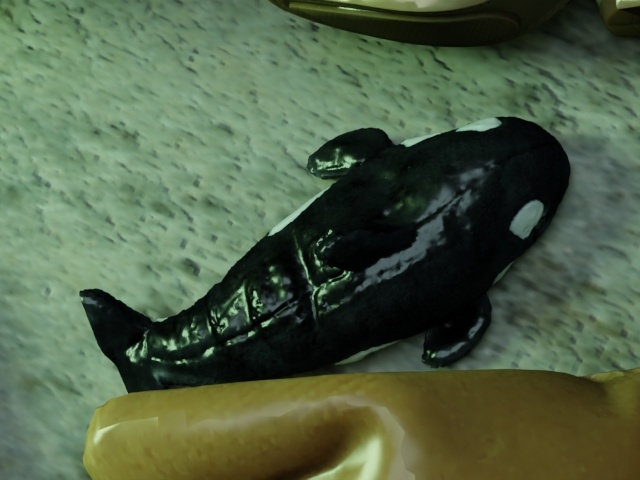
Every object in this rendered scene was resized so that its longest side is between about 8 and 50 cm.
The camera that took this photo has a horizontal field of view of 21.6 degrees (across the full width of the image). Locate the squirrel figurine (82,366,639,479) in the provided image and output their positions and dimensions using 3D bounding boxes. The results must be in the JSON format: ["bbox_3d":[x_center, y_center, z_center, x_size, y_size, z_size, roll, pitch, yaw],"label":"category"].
[{"bbox_3d":[0.116,0.247,0.751,0.397,0.281,0.370,-7,79,13],"label":"squirrel figurine"}]

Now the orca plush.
[{"bbox_3d":[0.000,0.000,0.932,0.287,0.102,0.151,-13,71,8],"label":"orca plush"}]

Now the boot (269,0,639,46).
[{"bbox_3d":[0.103,-0.224,0.908,0.283,0.109,0.220,-3,84,29],"label":"boot"}]

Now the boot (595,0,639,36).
[{"bbox_3d":[0.244,-0.259,0.962,0.262,0.095,0.203,-27,70,13],"label":"boot"}]
